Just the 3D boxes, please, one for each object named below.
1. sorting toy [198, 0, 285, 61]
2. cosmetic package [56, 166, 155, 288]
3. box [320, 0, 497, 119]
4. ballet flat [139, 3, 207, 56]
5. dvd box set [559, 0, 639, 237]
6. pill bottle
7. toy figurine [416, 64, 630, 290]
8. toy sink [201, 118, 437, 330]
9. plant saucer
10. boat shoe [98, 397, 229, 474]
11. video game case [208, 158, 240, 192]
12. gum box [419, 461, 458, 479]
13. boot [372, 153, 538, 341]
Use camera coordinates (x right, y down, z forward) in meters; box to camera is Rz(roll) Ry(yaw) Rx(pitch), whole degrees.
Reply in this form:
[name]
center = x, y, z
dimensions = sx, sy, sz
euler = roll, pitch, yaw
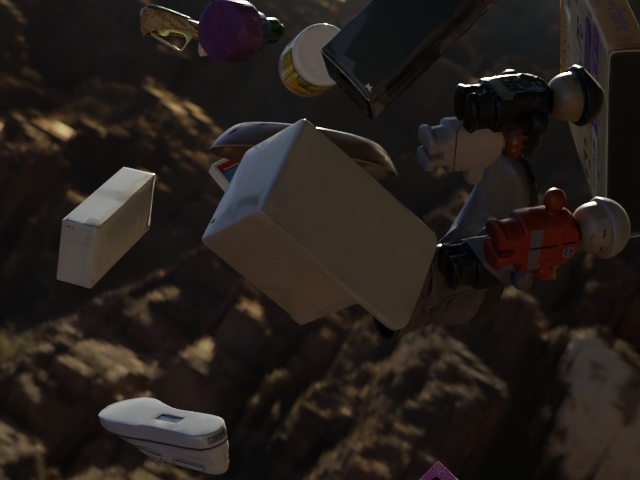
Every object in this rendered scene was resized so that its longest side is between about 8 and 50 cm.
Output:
[sorting toy]
center = -0.127, -0.365, 1.563
dimensions = 0.127, 0.365, 0.126
euler = -30, -11, 35
[cosmetic package]
center = -0.318, -0.023, 2.099
dimensions = 0.239, 0.060, 0.099
euler = -56, -24, -65
[box]
center = 0.130, -0.301, 1.946
dimensions = 0.261, 0.103, 0.184
euler = -44, -3, 0
[ballet flat]
center = -0.229, -0.370, 2.551
dimensions = 0.073, 0.206, 0.067
euler = 96, -172, -87
[dvd box set]
center = 0.422, -0.241, 2.122
dimensions = 0.420, 0.062, 0.308
euler = -91, -4, -57
[pill bottle]
center = -0.015, -0.335, 2.675
dimensions = 0.117, 0.117, 0.208
euler = -60, 10, -9
[toy figurine]
center = 0.202, -0.058, 1.417
dimensions = 0.209, 0.148, 0.213
euler = 134, 126, -71
[toy sink]
center = 0.000, 0.000, 1.677
dimensions = 0.131, 0.234, 0.153
euler = -25, 33, 47
[plant saucer]
center = -0.025, -0.147, 2.293
dimensions = 0.310, 0.310, 0.050
euler = 37, -119, -82
[boat shoe]
center = -0.246, 0.314, 2.238
dimensions = 0.096, 0.267, 0.088
euler = -31, -63, -48
[video game case]
center = -0.048, -0.064, 2.620
dimensions = 0.204, 0.285, 0.025
euler = -29, -17, -39
[gum box]
center = 0.183, 0.437, 2.277
dimensions = 0.107, 0.062, 0.188
euler = -43, -27, -11
[boot]
center = 0.211, 0.014, 2.251
dimensions = 0.222, 0.118, 0.338
euler = -9, -56, -34
